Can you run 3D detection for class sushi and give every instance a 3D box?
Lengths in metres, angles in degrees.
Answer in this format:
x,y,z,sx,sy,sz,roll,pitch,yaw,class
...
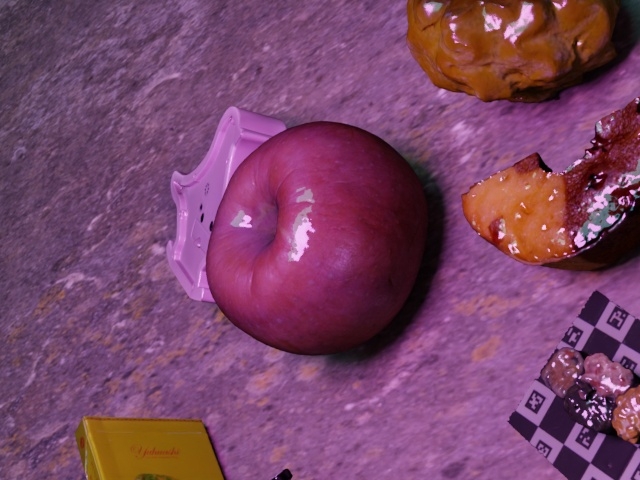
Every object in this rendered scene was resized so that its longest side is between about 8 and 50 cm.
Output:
x,y,z,sx,sy,sz,roll,pitch,yaw,class
0.300,0.173,1.476,0.192,0.050,0.215,-58,40,8,sushi

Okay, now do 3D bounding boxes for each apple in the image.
x,y,z,sx,sy,sz,roll,pitch,yaw,class
0.000,0.000,1.744,0.305,0.235,0.306,-24,55,41,apple

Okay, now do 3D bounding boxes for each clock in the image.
x,y,z,sx,sy,sz,roll,pitch,yaw,class
-0.145,-0.066,1.990,0.290,0.080,0.275,38,114,64,clock

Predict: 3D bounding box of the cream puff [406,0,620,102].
x,y,z,sx,sy,sz,roll,pitch,yaw,class
0.240,-0.261,1.683,0.281,0.185,0.282,-10,33,7,cream puff

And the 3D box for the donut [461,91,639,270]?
x,y,z,sx,sy,sz,roll,pitch,yaw,class
0.312,-0.041,1.528,0.295,0.112,0.151,-32,53,35,donut

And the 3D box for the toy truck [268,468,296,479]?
x,y,z,sx,sy,sz,roll,pitch,yaw,class
-0.082,0.369,1.659,0.125,0.242,0.101,-36,86,22,toy truck

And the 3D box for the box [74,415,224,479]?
x,y,z,sx,sy,sz,roll,pitch,yaw,class
-0.199,0.370,1.806,0.047,0.187,0.335,-62,37,33,box
